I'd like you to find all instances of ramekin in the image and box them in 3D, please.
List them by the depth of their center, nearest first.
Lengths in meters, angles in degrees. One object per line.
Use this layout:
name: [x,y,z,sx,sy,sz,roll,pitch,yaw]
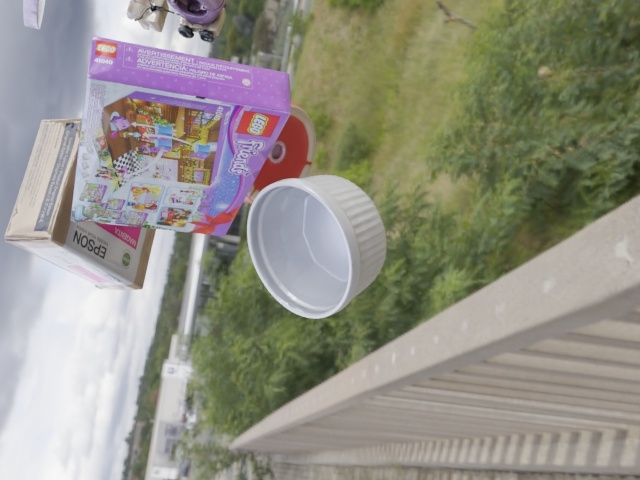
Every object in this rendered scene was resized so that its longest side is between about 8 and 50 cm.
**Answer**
ramekin: [0.000,0.000,1.063,0.207,0.109,0.207,18,119,37]

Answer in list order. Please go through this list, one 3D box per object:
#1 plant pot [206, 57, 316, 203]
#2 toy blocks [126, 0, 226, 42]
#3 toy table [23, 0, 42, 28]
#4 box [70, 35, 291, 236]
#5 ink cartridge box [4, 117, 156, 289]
plant pot: [-0.159,-0.194,1.384,0.243,0.275,0.275,25,111,38]
toy blocks: [-0.242,-0.482,0.942,0.260,0.289,0.309,83,-160,-71]
toy table: [-0.606,-0.530,1.367,0.274,0.161,0.252,123,150,-51]
box: [-0.173,-0.100,0.828,0.293,0.201,0.057,129,143,-56]
ink cartridge box: [-0.347,-0.047,1.104,0.234,0.088,0.193,48,-133,-62]
